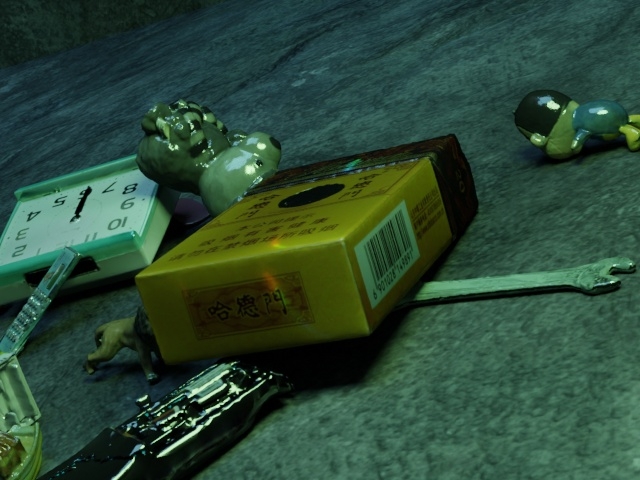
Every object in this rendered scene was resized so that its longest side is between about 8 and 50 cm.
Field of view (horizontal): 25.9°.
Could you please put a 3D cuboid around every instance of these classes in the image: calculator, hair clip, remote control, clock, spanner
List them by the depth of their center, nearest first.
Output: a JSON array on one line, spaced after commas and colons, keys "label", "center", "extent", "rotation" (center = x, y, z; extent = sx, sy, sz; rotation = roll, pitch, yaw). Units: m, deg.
[{"label": "remote control", "center": [-0.204, 0.229, 1.395], "extent": [0.398, 0.062, 0.144], "rotation": [-33, 23, -30]}, {"label": "spanner", "center": [0.195, 0.047, 1.517], "extent": [0.302, 0.017, 0.071], "rotation": [-7, 24, 32]}, {"label": "calculator", "center": [-0.380, 0.084, 1.877], "extent": [0.172, 0.018, 0.057], "rotation": [-56, 33, -5]}, {"label": "clock", "center": [-0.337, -0.006, 2.029], "extent": [0.262, 0.116, 0.231], "rotation": [-16, 34, 19]}, {"label": "hair clip", "center": [-0.218, -0.045, 2.139], "extent": [0.054, 0.022, 0.137], "rotation": [-28, 22, -25]}]

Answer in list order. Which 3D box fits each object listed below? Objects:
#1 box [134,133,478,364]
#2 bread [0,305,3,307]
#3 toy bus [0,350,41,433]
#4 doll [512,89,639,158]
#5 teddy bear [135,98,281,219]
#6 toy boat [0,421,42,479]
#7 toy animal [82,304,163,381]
[{"label": "box", "center": [0.000, 0.000, 1.613], "extent": [0.264, 0.116, 0.415], "rotation": [-12, 15, 27]}, {"label": "bread", "center": [-0.592, 0.089, 2.044], "extent": [0.257, 0.124, 0.186], "rotation": [-29, 15, -16]}, {"label": "toy bus", "center": [-0.448, 0.234, 1.564], "extent": [0.139, 0.113, 0.301], "rotation": [1, 29, 37]}, {"label": "doll", "center": [0.329, -0.145, 1.782], "extent": [0.179, 0.089, 0.102], "rotation": [16, 37, 22]}, {"label": "teddy bear", "center": [-0.122, -0.099, 1.950], "extent": [0.144, 0.251, 0.171], "rotation": [-59, -9, 9]}, {"label": "toy boat", "center": [-0.353, 0.251, 1.482], "extent": [0.065, 0.066, 0.172], "rotation": [-6, 26, 28]}, {"label": "toy animal", "center": [-0.222, 0.128, 1.662], "extent": [0.219, 0.086, 0.069], "rotation": [-27, 9, 43]}]
